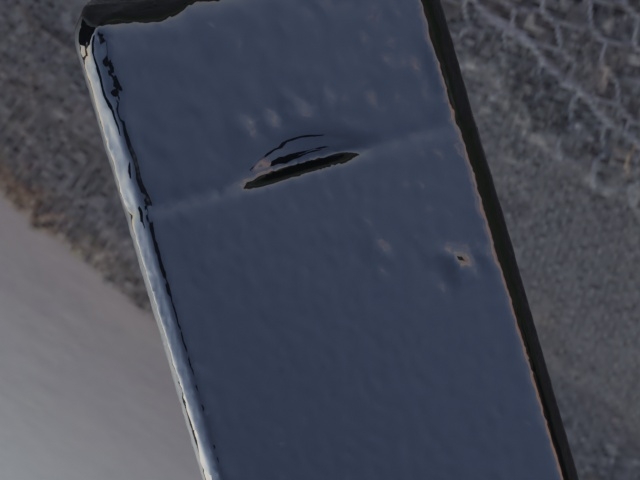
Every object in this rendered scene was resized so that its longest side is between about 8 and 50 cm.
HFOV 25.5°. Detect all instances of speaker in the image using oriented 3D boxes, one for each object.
[{"bbox_3d":[0.000,0.000,0.753,0.180,0.184,0.388,-16,97,-2],"label":"speaker"}]
